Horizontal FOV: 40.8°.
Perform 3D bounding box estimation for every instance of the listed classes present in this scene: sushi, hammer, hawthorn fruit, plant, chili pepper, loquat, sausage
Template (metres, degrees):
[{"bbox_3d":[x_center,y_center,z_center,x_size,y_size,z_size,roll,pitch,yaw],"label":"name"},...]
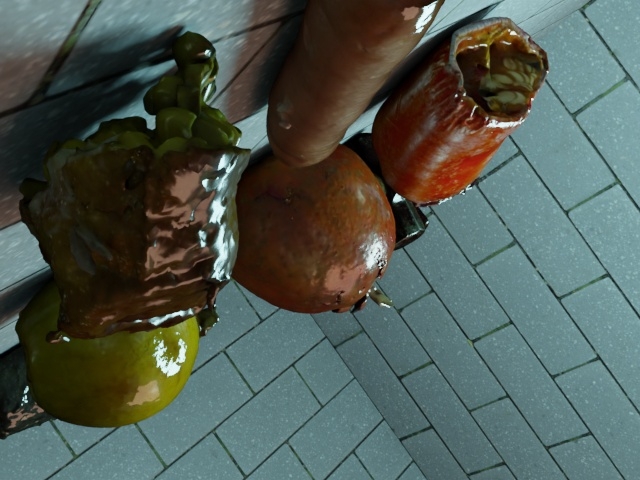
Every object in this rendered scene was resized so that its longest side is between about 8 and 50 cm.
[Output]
[{"bbox_3d":[-0.126,-0.025,0.607,0.166,0.179,0.296,-18,174,-5],"label":"sushi"},{"bbox_3d":[0.062,-0.106,1.617,0.095,0.242,0.409,-33,166,20],"label":"hammer"},{"bbox_3d":[0.000,0.000,1.289,0.276,0.307,0.276,-47,-174,6],"label":"hawthorn fruit"},{"bbox_3d":[-0.454,0.227,1.384,0.132,0.129,0.194,-37,175,42],"label":"plant"},{"bbox_3d":[0.240,-0.211,1.418,0.251,0.229,0.305,-16,171,-25],"label":"chili pepper"},{"bbox_3d":[-0.239,0.123,1.054,0.246,0.213,0.213,-11,168,-26],"label":"loquat"},{"bbox_3d":[0.010,-0.147,0.754,0.094,0.094,0.419,-5,172,-11],"label":"sausage"}]
